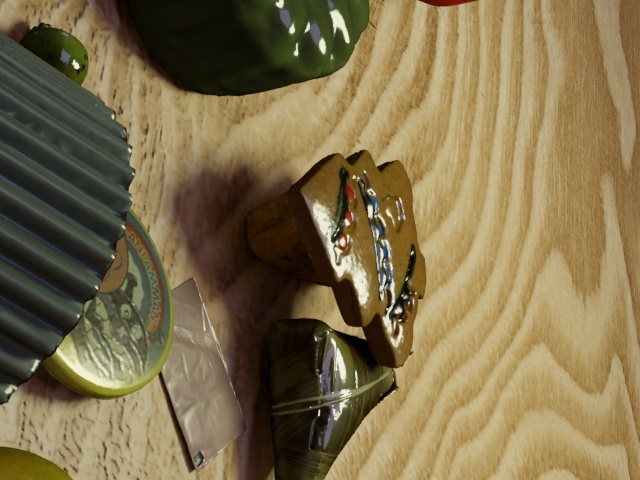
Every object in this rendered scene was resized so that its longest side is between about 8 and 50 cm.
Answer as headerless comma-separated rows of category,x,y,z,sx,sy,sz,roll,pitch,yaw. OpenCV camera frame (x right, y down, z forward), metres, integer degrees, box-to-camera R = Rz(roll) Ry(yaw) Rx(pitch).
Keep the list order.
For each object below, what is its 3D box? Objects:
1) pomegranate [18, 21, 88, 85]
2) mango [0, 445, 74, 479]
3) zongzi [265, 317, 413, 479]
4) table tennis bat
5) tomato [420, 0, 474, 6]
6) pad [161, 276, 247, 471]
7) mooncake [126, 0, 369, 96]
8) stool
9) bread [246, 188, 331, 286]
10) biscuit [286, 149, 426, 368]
pomegranate,-0.264,-0.176,1.187,0.084,0.073,0.073,44,27,14
mango,-0.274,0.226,0.999,0.195,0.092,0.130,32,55,-47
zongzi,0.018,0.227,1.504,0.248,0.111,0.241,22,69,-59
table tennis bat,-0.248,0.046,1.145,0.369,0.054,0.224,-7,80,-63
tomato,0.200,-0.510,1.925,0.298,0.299,0.226,59,2,-31
pad,-0.138,0.144,1.353,0.113,0.006,0.187,-34,108,-58
mooncake,-0.081,-0.345,1.430,0.356,0.194,0.356,31,53,-53
stool,-0.338,-0.064,0.801,0.330,0.297,0.297,41,46,-42
bread,0.000,0.000,1.540,0.211,0.114,0.083,20,47,-56
biscuit,0.054,0.003,1.476,0.301,0.043,0.278,29,55,-55
